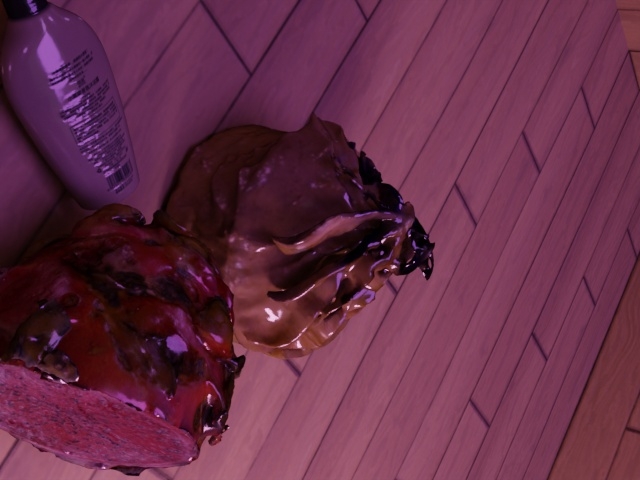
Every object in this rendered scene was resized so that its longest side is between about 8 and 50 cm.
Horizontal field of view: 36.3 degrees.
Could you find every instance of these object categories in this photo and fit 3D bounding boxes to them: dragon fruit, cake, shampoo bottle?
[{"bbox_3d":[-0.235,0.085,1.068,0.296,0.314,0.263,31,57,-28],"label":"dragon fruit"},{"bbox_3d":[0.000,0.009,1.284,0.332,0.321,0.332,-16,111,-48],"label":"cake"},{"bbox_3d":[-0.277,-0.157,1.065,0.127,0.078,0.257,-42,133,-32],"label":"shampoo bottle"}]
